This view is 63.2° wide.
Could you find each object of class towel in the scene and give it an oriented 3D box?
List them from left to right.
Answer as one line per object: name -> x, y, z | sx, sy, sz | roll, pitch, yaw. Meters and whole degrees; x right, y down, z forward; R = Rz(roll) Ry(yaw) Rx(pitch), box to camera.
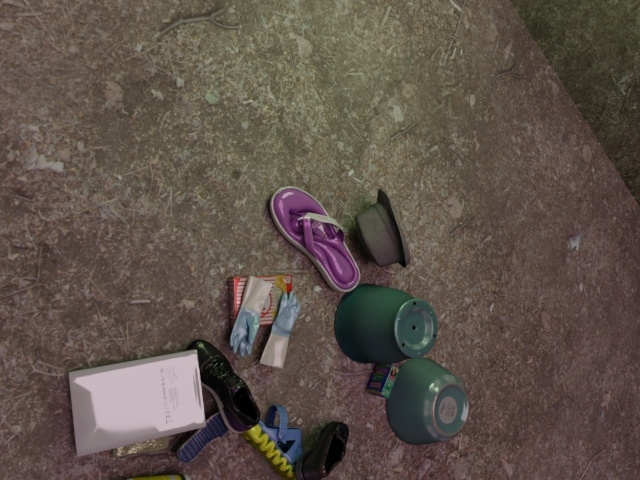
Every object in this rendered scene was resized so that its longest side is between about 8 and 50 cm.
towel -> -0.464, 0.499, 1.352 | 0.148, 0.027, 0.110 | 3, 84, -33

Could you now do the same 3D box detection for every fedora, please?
fedora -> 0.194, -0.021, 1.734 | 0.124, 0.244, 0.276 | -23, 110, -3

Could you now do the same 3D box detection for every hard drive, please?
hard drive -> -0.458, 0.404, 1.318 | 0.307, 0.040, 0.203 | -6, 86, -22

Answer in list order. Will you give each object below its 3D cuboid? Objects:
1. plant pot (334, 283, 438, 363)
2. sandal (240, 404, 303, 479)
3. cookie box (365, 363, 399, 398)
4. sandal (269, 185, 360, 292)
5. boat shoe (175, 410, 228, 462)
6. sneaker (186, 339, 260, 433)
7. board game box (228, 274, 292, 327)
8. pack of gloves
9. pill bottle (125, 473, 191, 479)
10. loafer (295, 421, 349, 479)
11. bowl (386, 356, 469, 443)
plant pot -> 0.227, 0.277, 1.681 | 0.271, 0.255, 0.272 | 3, 85, -33
sandal -> -0.097, 0.607, 1.528 | 0.138, 0.126, 0.317 | -46, 111, -31
cookie box -> 0.208, 0.469, 1.750 | 0.040, 0.091, 0.107 | 33, 69, -23
sandal -> 0.009, -0.011, 1.654 | 0.416, 0.102, 0.169 | 50, 63, -19
boat shoe -> -0.321, 0.524, 1.418 | 0.183, 0.066, 0.066 | -31, 100, -38
sneaker -> -0.251, 0.379, 1.408 | 0.107, 0.124, 0.283 | -32, 84, -39
board game box -> -0.177, 0.179, 1.553 | 0.193, 0.045, 0.147 | -1, 87, -33
pack of gloves -> -0.150, 0.242, 1.511 | 0.195, 0.046, 0.232 | 23, 76, -30
pill bottle -> -0.436, 0.656, 1.303 | 0.208, 0.119, 0.119 | 11, 80, -32
loafer -> 0.033, 0.630, 1.545 | 0.302, 0.095, 0.109 | -18, 87, -64
bowl -> 0.402, 0.575, 1.825 | 0.311, 0.163, 0.312 | 4, 84, -33
